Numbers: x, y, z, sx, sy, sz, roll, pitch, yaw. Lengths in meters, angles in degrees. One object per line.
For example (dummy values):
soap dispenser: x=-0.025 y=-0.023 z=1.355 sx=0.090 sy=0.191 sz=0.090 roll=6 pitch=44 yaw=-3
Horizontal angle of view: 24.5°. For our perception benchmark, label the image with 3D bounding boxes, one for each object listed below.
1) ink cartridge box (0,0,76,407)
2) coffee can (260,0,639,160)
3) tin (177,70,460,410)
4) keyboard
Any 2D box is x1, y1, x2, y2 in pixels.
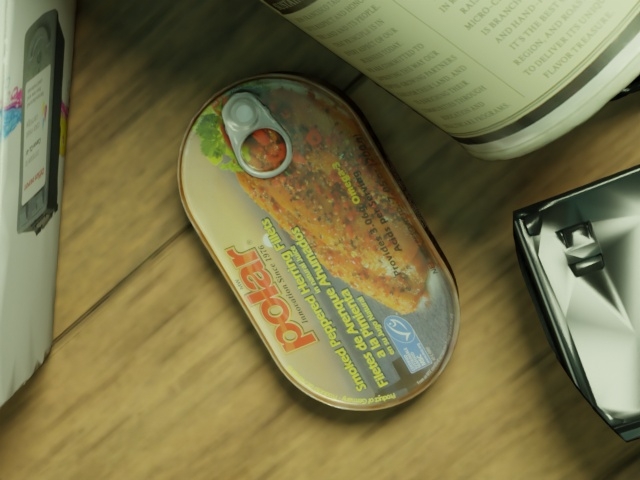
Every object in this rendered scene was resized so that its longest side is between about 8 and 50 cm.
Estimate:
ink cartridge box: x=-0.246 y=-0.085 z=0.741 sx=0.226 sy=0.131 sz=0.306 roll=8 pitch=105 yaw=5
coffee can: x=0.018 y=-0.189 z=0.608 sx=0.275 sy=0.201 sz=0.201 roll=34 pitch=106 yaw=-19
tin: x=0.000 y=0.000 z=0.776 sx=0.106 sy=0.040 sz=0.190 roll=-29 pitch=97 yaw=9
keyboard: x=0.244 y=-0.045 z=0.702 sx=0.317 sy=0.033 sz=0.202 roll=-19 pitch=80 yaw=2
